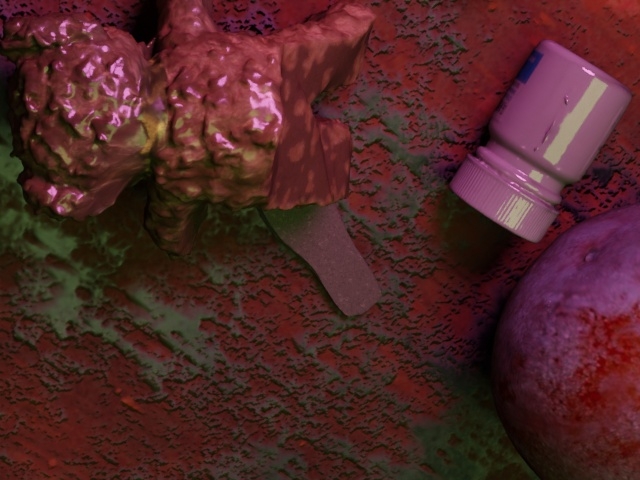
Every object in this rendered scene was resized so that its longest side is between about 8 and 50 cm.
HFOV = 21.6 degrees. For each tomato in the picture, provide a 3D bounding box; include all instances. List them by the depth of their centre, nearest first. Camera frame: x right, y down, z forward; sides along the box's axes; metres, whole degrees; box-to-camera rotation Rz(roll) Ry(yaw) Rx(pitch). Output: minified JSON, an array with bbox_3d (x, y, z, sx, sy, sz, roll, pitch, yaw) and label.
[{"bbox_3d":[0.322,0.115,1.589,0.316,0.316,0.282,-36,115,-6],"label":"tomato"}]

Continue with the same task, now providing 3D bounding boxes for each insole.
[{"bbox_3d":[0.000,0.000,1.550,0.063,0.010,0.192,-38,126,-3],"label":"insole"}]

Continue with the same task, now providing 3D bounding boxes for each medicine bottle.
[{"bbox_3d":[0.204,-0.093,1.549,0.105,0.105,0.168,26,100,-34],"label":"medicine bottle"}]

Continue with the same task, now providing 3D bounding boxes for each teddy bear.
[{"bbox_3d":[-0.105,-0.106,1.378,0.296,0.222,0.246,-32,132,-64],"label":"teddy bear"}]
